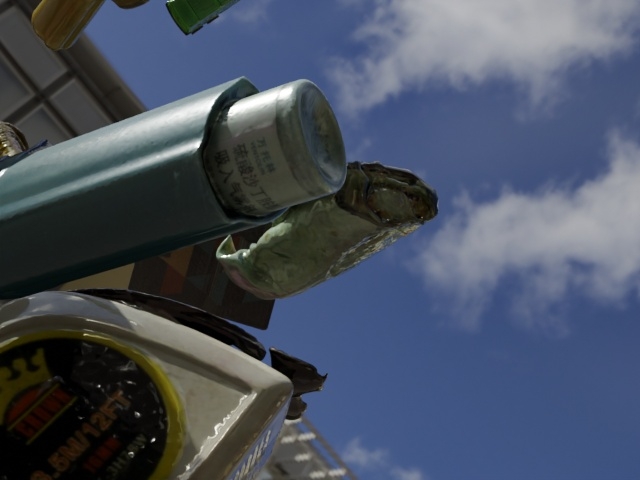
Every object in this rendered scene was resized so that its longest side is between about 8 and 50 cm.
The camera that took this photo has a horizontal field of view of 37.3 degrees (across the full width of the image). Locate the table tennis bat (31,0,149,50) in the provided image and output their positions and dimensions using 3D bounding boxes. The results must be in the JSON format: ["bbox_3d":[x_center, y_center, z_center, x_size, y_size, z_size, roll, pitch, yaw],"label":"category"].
[{"bbox_3d":[-0.185,-0.286,0.887,0.050,0.198,0.321,13,-36,-38],"label":"table tennis bat"}]

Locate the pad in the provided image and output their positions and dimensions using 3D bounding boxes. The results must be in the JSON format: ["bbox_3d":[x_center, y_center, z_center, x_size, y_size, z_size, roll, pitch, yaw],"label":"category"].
[{"bbox_3d":[-0.149,0.026,1.261,0.211,0.143,0.003,13,-6,18],"label":"pad"}]

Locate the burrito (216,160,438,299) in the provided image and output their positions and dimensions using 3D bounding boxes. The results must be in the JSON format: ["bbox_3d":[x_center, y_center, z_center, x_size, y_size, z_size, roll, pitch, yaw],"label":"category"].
[{"bbox_3d":[0.000,0.000,0.983,0.229,0.144,0.089,-36,-120,43],"label":"burrito"}]

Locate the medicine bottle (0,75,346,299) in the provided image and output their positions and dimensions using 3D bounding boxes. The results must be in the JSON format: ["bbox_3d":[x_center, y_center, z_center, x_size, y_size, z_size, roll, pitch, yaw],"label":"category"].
[{"bbox_3d":[-0.108,-0.031,0.552,0.258,0.124,0.079,-15,-71,25],"label":"medicine bottle"}]

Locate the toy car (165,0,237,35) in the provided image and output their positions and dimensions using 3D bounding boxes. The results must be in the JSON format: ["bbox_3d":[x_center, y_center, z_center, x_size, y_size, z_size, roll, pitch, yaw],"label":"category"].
[{"bbox_3d":[-0.173,-0.408,1.562,0.071,0.165,0.062,56,-4,-13],"label":"toy car"}]

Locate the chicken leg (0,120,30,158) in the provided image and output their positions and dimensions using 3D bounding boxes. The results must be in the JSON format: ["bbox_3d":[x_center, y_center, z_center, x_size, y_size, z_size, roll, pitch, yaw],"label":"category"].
[{"bbox_3d":[-0.386,-0.089,1.162,0.088,0.103,0.228,16,7,-45],"label":"chicken leg"}]

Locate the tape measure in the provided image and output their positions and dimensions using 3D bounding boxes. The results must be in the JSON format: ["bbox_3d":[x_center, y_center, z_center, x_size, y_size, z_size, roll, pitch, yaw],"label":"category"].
[{"bbox_3d":[-0.165,0.136,0.664,0.231,0.271,0.133,31,-41,13],"label":"tape measure"}]
